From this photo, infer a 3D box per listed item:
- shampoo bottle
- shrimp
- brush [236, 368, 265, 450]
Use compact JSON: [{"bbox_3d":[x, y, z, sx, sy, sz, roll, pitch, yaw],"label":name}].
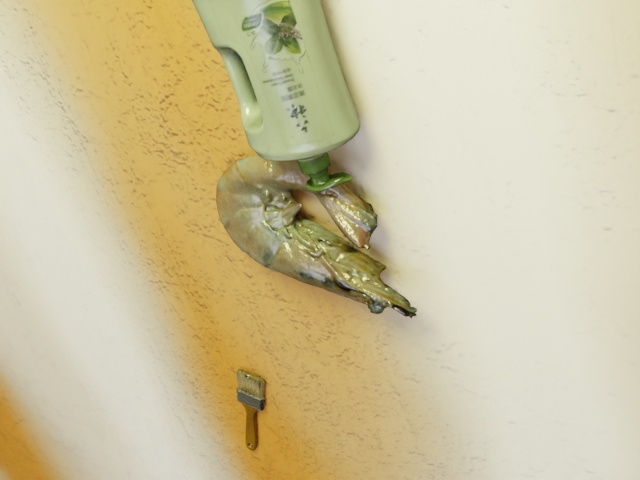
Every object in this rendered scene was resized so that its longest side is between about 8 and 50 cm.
[{"bbox_3d":[-0.033,-0.149,0.776,0.118,0.087,0.234,-4,122,28],"label":"shampoo bottle"},{"bbox_3d":[0.001,-0.015,0.886,0.254,0.059,0.145,23,123,21],"label":"shrimp"},{"bbox_3d":[-0.099,0.245,1.178,0.043,0.014,0.170,20,133,19],"label":"brush"}]
